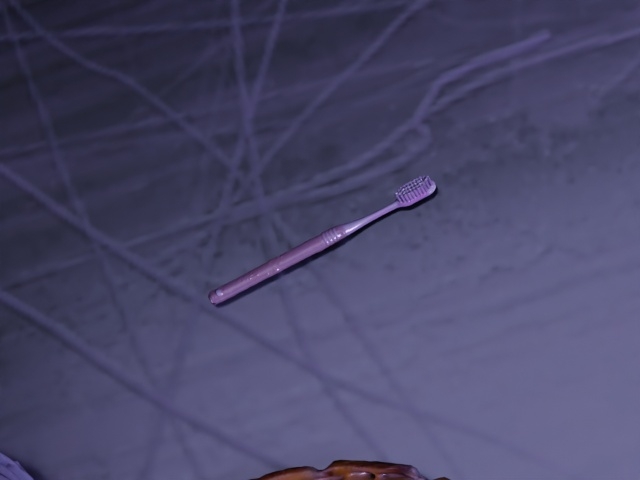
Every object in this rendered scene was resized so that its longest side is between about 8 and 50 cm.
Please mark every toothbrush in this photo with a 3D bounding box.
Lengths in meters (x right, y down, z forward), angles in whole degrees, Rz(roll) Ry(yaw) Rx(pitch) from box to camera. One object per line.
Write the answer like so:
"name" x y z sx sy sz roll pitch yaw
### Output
"toothbrush" 0.000 0.000 0.687 0.097 0.008 0.006 -28 56 5

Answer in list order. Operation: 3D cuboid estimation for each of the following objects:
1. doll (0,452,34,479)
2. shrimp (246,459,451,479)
"doll" -0.161 0.090 0.668 0.094 0.079 0.180 -27 55 -38
"shrimp" -0.036 0.161 0.626 0.236 0.053 0.133 -34 72 -1
